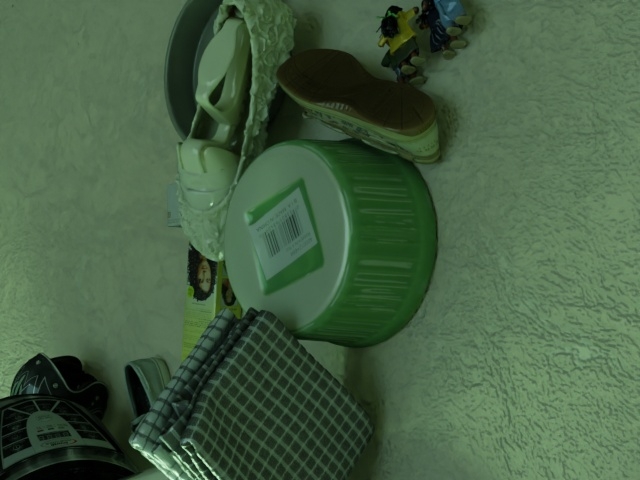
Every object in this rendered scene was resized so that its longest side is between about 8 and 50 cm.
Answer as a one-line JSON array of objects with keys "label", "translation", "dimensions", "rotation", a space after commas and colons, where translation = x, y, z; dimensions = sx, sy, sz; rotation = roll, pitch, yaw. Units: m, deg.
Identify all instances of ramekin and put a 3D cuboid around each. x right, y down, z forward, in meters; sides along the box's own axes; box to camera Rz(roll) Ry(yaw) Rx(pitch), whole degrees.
[{"label": "ramekin", "translation": [0.000, 0.000, 1.491], "dimensions": [0.303, 0.148, 0.303], "rotation": [-4, 85, 46]}]

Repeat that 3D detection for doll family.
[{"label": "doll family", "translation": [0.134, -0.293, 1.428], "dimensions": [0.193, 0.076, 0.111], "rotation": [-35, 59, 34]}]

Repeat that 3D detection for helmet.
[{"label": "helmet", "translation": [-0.495, 0.292, 1.985], "dimensions": [0.169, 0.162, 0.169], "rotation": [-4, 85, 46]}]

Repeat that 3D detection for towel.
[{"label": "towel", "translation": [-0.074, 0.254, 1.406], "dimensions": [0.121, 0.283, 0.235], "rotation": [-3, 44, 50]}]

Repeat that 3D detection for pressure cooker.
[{"label": "pressure cooker", "translation": [-0.438, 0.485, 1.744], "dimensions": [0.370, 0.375, 0.420], "rotation": [-48, 35, -6]}]

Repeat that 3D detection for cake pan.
[{"label": "cake pan", "translation": [-0.149, -0.283, 1.735], "dimensions": [0.293, 0.054, 0.293], "rotation": [-4, 84, 46]}]

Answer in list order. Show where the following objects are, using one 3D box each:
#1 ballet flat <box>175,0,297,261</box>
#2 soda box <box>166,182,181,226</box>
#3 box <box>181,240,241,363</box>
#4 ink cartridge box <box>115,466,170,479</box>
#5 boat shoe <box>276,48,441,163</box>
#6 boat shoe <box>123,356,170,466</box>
[{"label": "ballet flat", "translation": [-0.150, -0.174, 1.576], "dimensions": [0.147, 0.147, 0.408], "rotation": [18, 96, 46]}, {"label": "soda box", "translation": [-0.160, -0.063, 1.722], "dimensions": [0.216, 0.069, 0.073], "rotation": [-6, 83, 47]}, {"label": "box", "translation": [-0.175, 0.105, 1.736], "dimensions": [0.087, 0.058, 0.232], "rotation": [2, 90, 47]}, {"label": "ink cartridge box", "translation": [-0.274, 0.448, 1.532], "dimensions": [0.119, 0.354, 0.207], "rotation": [149, 103, -71]}, {"label": "boat shoe", "translation": [0.047, -0.183, 1.479], "dimensions": [0.104, 0.089, 0.285], "rotation": [-42, 48, -16]}, {"label": "boat shoe", "translation": [-0.291, 0.310, 1.828], "dimensions": [0.079, 0.081, 0.227], "rotation": [-35, 63, 40]}]
